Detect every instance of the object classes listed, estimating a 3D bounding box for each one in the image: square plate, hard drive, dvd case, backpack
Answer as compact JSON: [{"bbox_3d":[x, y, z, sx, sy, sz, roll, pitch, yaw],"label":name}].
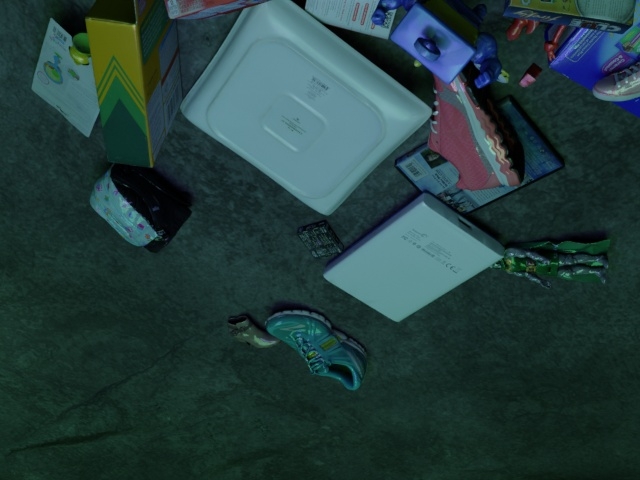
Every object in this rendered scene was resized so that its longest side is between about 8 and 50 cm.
[{"bbox_3d":[-0.043,-0.215,1.435,0.347,0.049,0.344,35,138,-11],"label":"square plate"},{"bbox_3d":[0.183,0.043,1.690,0.210,0.040,0.319,32,136,-20],"label":"hard drive"},{"bbox_3d":[0.288,-0.139,1.518,0.253,0.022,0.180,-28,124,32],"label":"dvd case"},{"bbox_3d":[-0.357,-0.071,1.630,0.182,0.152,0.115,44,119,-14],"label":"backpack"}]

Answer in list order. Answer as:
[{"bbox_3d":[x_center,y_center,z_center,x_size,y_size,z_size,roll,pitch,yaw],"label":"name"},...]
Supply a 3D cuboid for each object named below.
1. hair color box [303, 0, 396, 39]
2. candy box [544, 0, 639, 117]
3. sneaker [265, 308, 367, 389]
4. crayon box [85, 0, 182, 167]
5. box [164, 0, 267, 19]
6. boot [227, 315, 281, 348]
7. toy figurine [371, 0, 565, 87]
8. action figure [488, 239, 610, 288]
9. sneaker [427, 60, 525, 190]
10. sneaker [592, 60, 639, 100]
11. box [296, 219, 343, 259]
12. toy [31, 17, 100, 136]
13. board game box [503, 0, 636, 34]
[{"bbox_3d":[0.049,-0.374,1.315,0.141,0.043,0.072,15,136,-2],"label":"hair color box"},{"bbox_3d":[0.543,-0.306,1.231,0.317,0.122,0.268,27,134,-13],"label":"candy box"},{"bbox_3d":[-0.004,0.247,1.898,0.275,0.110,0.107,31,132,-18],"label":"sneaker"},{"bbox_3d":[-0.293,-0.307,1.336,0.083,0.203,0.323,8,135,3],"label":"crayon box"},{"bbox_3d":[-0.101,-0.414,1.218,0.257,0.128,0.122,-10,101,21],"label":"box"},{"bbox_3d":[-0.158,0.211,1.941,0.119,0.042,0.087,-9,130,19],"label":"boot"},{"bbox_3d":[0.167,-0.330,1.148,0.362,0.217,0.191,40,134,-3],"label":"toy figurine"},{"bbox_3d":[0.445,0.046,1.649,0.232,0.063,0.137,2,138,14],"label":"action figure"},{"bbox_3d":[0.224,-0.202,1.383,0.136,0.116,0.313,-17,119,30],"label":"sneaker"},{"bbox_3d":[0.459,-0.243,1.191,0.134,0.051,0.070,-4,133,13],"label":"sneaker"},{"bbox_3d":[0.000,0.000,1.715,0.067,0.018,0.083,-17,129,26],"label":"box"},{"bbox_3d":[-0.427,-0.291,1.468,0.137,0.056,0.237,42,151,-6],"label":"toy"},{"bbox_3d":[0.343,-0.409,1.105,0.165,0.243,0.042,10,176,2],"label":"board game box"}]
